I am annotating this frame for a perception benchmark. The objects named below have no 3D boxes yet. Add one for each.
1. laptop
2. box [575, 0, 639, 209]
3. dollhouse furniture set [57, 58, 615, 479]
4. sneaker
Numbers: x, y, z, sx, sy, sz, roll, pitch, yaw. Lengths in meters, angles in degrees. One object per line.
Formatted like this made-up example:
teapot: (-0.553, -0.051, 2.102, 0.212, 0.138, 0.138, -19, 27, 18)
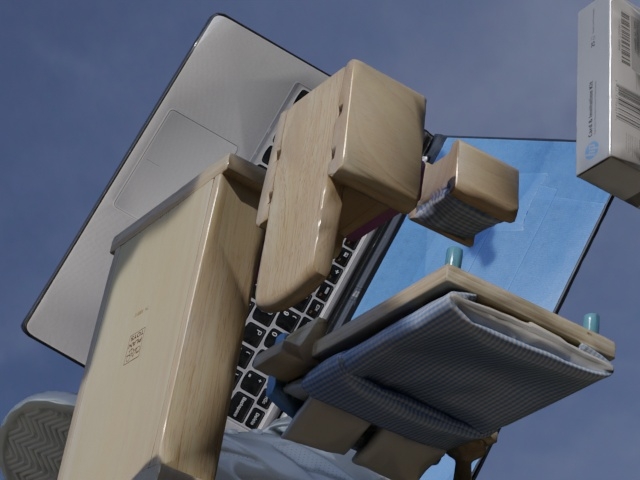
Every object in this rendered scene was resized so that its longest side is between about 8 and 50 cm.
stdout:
laptop: (0.000, 0.000, 1.484, 0.407, 0.382, 0.236, 30, -18, -2)
box: (0.263, -0.077, 1.164, 0.186, 0.145, 0.038, 23, -34, -27)
dollhouse furniture set: (0.046, 0.100, 0.914, 0.303, 0.198, 0.286, 26, -34, -26)
sneaker: (-0.067, 0.164, 1.111, 0.292, 0.169, 0.108, 25, -70, -1)
